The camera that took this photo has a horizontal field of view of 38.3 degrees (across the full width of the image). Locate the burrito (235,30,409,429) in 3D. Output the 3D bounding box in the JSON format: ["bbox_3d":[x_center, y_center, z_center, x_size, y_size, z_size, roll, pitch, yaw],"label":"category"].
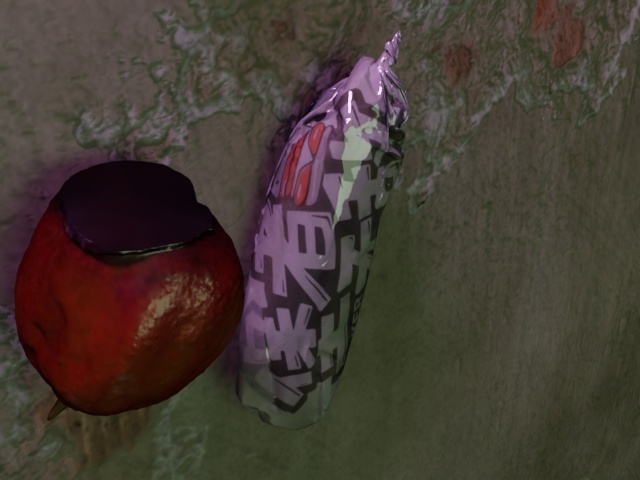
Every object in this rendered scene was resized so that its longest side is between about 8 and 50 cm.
[{"bbox_3d":[0.000,0.000,0.948,0.139,0.101,0.446,-1,115,-37],"label":"burrito"}]

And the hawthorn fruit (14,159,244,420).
[{"bbox_3d":[-0.169,0.062,0.771,0.189,0.189,0.251,19,105,-47],"label":"hawthorn fruit"}]
